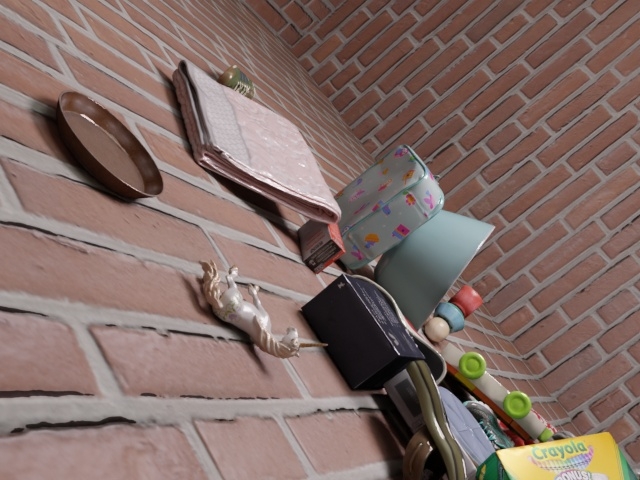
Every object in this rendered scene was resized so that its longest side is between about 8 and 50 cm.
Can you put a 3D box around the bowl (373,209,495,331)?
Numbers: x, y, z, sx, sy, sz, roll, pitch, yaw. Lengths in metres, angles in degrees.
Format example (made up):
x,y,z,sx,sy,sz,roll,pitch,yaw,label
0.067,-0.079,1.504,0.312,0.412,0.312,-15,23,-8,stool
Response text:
x,y,z,sx,sy,sz,roll,pitch,yaw,label
0.236,0.047,1.704,0.163,0.311,0.311,38,10,9,bowl

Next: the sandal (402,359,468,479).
x,y,z,sx,sy,sz,roll,pitch,yaw,label
0.152,0.304,1.052,0.302,0.086,0.120,-102,175,-49,sandal

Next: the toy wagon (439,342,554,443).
x,y,z,sx,sy,sz,roll,pitch,yaw,label
0.402,0.355,1.651,0.344,0.068,0.267,42,-3,18,toy wagon

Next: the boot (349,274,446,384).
x,y,z,sx,sy,sz,roll,pitch,yaw,label
0.127,0.171,1.381,0.244,0.088,0.176,47,-3,13,boot

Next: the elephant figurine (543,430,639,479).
x,y,z,sx,sy,sz,roll,pitch,yaw,label
0.508,0.465,1.498,0.169,0.239,0.186,32,22,-56,elephant figurine

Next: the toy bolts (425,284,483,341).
x,y,z,sx,sy,sz,roll,pitch,yaw,label
0.265,0.157,1.921,0.228,0.158,0.218,43,-30,14,toy bolts

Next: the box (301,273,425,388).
x,y,z,sx,sy,sz,roll,pitch,yaw,label
0.070,0.148,1.209,0.156,0.093,0.158,56,12,21,box

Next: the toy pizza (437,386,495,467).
x,y,z,sx,sy,sz,roll,pitch,yaw,label
0.270,0.365,1.434,0.201,0.032,0.201,46,13,-15,toy pizza

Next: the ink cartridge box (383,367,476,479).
x,y,z,sx,sy,sz,roll,pitch,yaw,label
0.183,0.324,1.251,0.189,0.066,0.232,56,-8,24,ink cartridge box

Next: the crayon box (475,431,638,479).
x,y,z,sx,sy,sz,roll,pitch,yaw,label
0.419,0.434,1.296,0.278,0.081,0.165,0,48,-29,crayon box

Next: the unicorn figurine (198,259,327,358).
x,y,z,sx,sy,sz,roll,pitch,yaw,label
-0.085,0.090,0.932,0.162,0.060,0.111,23,26,-32,unicorn figurine

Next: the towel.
x,y,z,sx,sy,sz,roll,pitch,yaw,label
-0.124,-0.190,1.450,0.317,0.053,0.332,25,27,-36,towel

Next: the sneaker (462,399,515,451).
x,y,z,sx,sy,sz,roll,pitch,yaw,label
0.345,0.398,1.546,0.166,0.065,0.076,47,16,-8,sneaker

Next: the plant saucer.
x,y,z,sx,sy,sz,roll,pitch,yaw,label
-0.262,-0.111,0.932,0.168,0.029,0.168,47,13,-15,plant saucer

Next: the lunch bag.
x,y,z,sx,sy,sz,roll,pitch,yaw,label
0.130,-0.078,1.654,0.108,0.279,0.224,50,9,-25,lunch bag

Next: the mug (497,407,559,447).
x,y,z,sx,sy,sz,roll,pitch,yaw,label
0.515,0.477,1.814,0.169,0.113,0.150,44,12,-15,mug

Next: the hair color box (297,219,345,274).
x,y,z,sx,sy,sz,roll,pitch,yaw,label
0.000,0.000,1.449,0.043,0.072,0.141,46,14,-22,hair color box

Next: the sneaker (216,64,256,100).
x,y,z,sx,sy,sz,roll,pitch,yaw,label
-0.199,-0.383,1.879,0.086,0.064,0.192,44,10,-7,sneaker
